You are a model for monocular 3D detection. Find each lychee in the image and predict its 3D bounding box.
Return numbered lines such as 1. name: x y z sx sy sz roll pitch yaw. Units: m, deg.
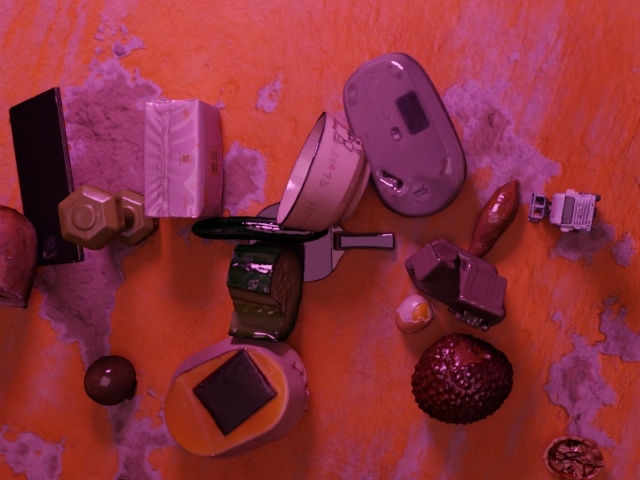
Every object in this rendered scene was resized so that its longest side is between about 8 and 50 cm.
1. lychee: 0.268 0.277 1.808 0.188 0.188 0.188 0 93 6

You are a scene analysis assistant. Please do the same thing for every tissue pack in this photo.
1. tissue pack: -0.266 -0.156 1.835 0.124 0.185 0.225 1 92 9

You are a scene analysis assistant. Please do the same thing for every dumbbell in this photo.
1. dumbbell: -0.401 -0.043 1.795 0.108 0.302 0.121 -8 90 6

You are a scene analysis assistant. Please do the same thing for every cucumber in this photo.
1. cucumber: -0.111 0.089 1.822 0.130 0.191 0.191 2 93 8
2. cucumber: -0.125 -0.022 1.879 0.284 0.056 0.056 1 93 10

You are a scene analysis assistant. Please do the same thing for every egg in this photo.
1. egg: 0.185 0.149 1.858 0.071 0.071 0.083 44 100 3

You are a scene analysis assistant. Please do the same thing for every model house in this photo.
1. model house: 0.269 0.089 1.784 0.229 0.188 0.122 30 99 2

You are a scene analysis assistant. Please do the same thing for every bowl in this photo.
1. bowl: 0.014 -0.115 1.799 0.126 0.238 0.237 23 95 -11

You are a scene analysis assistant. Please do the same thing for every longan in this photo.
1. longan: -0.427 0.290 1.923 0.119 0.106 0.106 35 97 -36

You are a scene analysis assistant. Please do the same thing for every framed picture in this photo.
1. framed picture: -0.553 -0.118 1.868 0.014 0.255 0.338 -9 91 -38

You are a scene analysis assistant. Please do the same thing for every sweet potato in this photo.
1. sweet potato: 0.332 -0.025 1.838 0.068 0.068 0.226 31 96 4

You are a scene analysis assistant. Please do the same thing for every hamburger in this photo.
1. hamburger: -0.170 0.311 1.868 0.295 0.151 0.227 -24 87 15

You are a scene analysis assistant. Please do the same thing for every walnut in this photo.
1. walnut: 0.497 0.427 1.847 0.121 0.052 0.091 8 92 4

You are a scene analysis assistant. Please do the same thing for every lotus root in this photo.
1. lotus root: -0.688 0.018 1.869 0.272 0.272 0.192 12 81 5

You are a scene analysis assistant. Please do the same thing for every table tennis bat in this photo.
1. table tennis bat: 0.000 0.000 1.895 0.301 0.022 0.173 -1 92 7

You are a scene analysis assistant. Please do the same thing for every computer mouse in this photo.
1. computer mouse: 0.165 -0.205 1.833 0.197 0.095 0.331 -23 83 20

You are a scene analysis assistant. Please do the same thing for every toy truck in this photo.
1. toy truck: 0.460 -0.057 1.766 0.115 0.178 0.080 9 93 7
